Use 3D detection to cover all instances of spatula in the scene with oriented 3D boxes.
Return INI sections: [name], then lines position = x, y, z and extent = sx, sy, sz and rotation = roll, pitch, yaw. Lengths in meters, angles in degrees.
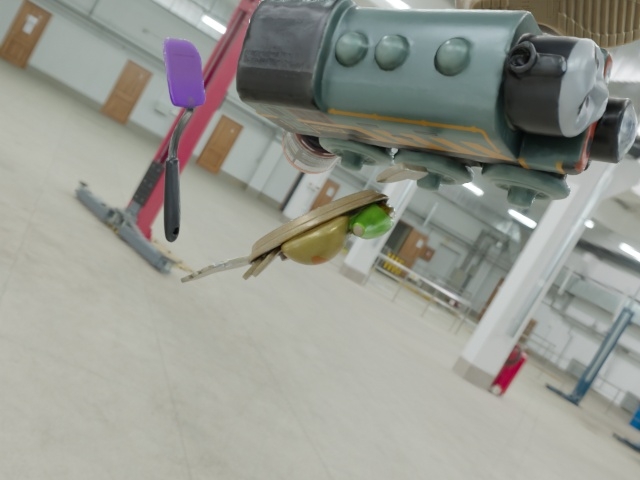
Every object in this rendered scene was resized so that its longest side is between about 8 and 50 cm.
[spatula]
position = -0.207, -0.139, 1.022
extent = 0.030, 0.296, 0.084
rotation = 17, 18, 24

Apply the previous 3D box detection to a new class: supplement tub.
[supplement tub]
position = -0.005, -0.164, 1.107
extent = 0.106, 0.106, 0.198
rotation = 30, -9, -6

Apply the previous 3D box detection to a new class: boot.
[boot]
position = 0.306, -0.330, 0.942
extent = 0.248, 0.090, 0.207
rotation = 6, 31, 6

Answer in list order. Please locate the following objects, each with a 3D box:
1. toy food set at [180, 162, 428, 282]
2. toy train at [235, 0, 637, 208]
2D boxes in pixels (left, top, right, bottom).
[toy food set]
position = 0.000, 0.000, 0.553
extent = 0.038, 0.192, 0.132
rotation = 65, 20, 4
[toy train]
position = 0.087, -0.125, 0.601
extent = 0.334, 0.142, 0.190
rotation = 16, -2, 33
